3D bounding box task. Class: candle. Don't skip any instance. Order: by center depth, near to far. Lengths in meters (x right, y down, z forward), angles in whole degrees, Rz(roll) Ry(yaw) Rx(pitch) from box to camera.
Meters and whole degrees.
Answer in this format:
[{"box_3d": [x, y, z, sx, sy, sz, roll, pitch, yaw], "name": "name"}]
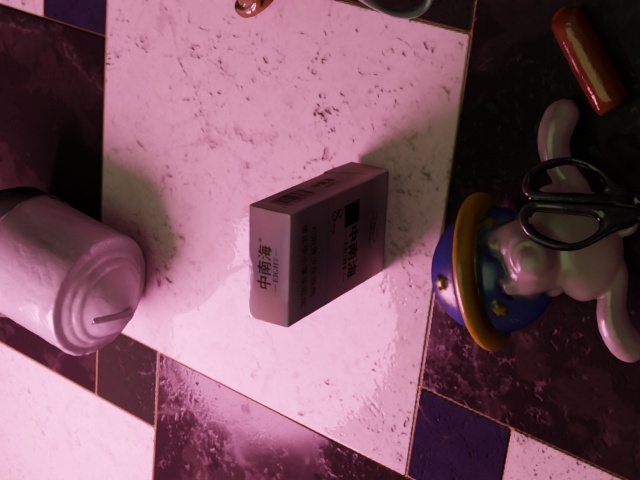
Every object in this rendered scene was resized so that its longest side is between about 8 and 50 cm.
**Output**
[{"box_3d": [-0.415, 0.057, 1.943, 0.343, 0.221, 0.221, 26, 120, 27], "name": "candle"}]

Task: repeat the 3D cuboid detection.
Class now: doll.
[{"box_3d": [0.240, -0.008, 1.421, 0.243, 0.160, 0.310, 0, 95, 42], "name": "doll"}]

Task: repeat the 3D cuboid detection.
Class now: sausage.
[{"box_3d": [0.305, -0.207, 1.374, 0.039, 0.041, 0.131, -30, 85, 46], "name": "sausage"}]

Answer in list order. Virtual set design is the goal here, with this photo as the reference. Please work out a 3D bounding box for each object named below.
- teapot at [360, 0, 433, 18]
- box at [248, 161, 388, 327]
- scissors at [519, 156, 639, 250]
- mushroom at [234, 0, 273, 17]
[{"box_3d": [0.083, -0.376, 1.448, 0.159, 0.159, 0.231, 12, 125, 36], "name": "teapot"}, {"box_3d": [0.000, 0.000, 1.561, 0.067, 0.243, 0.155, 15, 113, 29], "name": "box"}, {"box_3d": [0.372, -0.034, 1.325, 0.300, 0.022, 0.109, 5, 75, 13], "name": "scissors"}, {"box_3d": [-0.117, -0.408, 1.627, 0.097, 0.088, 0.212, -24, 95, 10], "name": "mushroom"}]
